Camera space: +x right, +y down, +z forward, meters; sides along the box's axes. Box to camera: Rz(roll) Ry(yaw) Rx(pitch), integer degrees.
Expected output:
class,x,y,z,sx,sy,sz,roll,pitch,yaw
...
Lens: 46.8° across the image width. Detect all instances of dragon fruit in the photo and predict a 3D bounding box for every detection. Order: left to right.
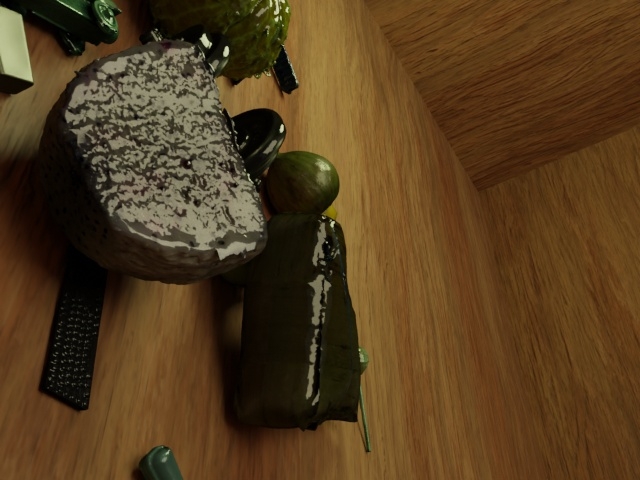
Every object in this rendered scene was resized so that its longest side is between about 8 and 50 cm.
class,x,y,z,sx,sy,sz,roll,pitch,yaw
dragon fruit,-0.220,-0.070,0.877,0.221,0.204,0.282,-19,84,-41

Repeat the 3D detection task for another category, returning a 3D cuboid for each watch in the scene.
class,x,y,z,sx,sy,sz,roll,pitch,yaw
watch,-0.160,-0.456,1.599,0.276,0.068,0.274,-16,88,-69

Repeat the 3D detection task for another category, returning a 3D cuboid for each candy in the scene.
class,x,y,z,sx,sy,sz,roll,pitch,yaw
candy,0.076,0.300,1.411,0.061,0.061,0.202,20,59,-62

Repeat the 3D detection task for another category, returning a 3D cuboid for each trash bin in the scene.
class,x,y,z,sx,sy,sz,roll,pitch,yaw
trash bin,-0.373,-0.223,0.862,0.061,0.043,0.092,5,65,-67

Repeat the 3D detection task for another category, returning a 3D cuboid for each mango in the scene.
class,x,y,z,sx,sy,sz,roll,pitch,yaw
mango,-0.120,0.031,1.166,0.165,0.074,0.091,53,53,-68

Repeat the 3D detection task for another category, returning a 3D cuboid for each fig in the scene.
class,x,y,z,sx,sy,sz,roll,pitch,yaw
fig,-0.077,-0.142,1.429,0.245,0.149,0.149,43,25,-6

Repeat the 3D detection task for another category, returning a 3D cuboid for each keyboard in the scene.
class,x,y,z,sx,sy,sz,roll,pitch,yaw
keyboard,-0.270,0.087,0.828,0.061,0.013,0.204,47,29,-43

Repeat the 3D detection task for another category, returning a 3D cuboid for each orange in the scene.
class,x,y,z,sx,sy,sz,roll,pitch,yaw
orange,-0.180,-0.430,1.297,0.301,0.223,0.300,-2,82,-71

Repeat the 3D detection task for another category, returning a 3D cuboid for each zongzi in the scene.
class,x,y,z,sx,sy,sz,roll,pitch,yaw
zongzi,0.007,0.138,1.177,0.360,0.160,0.322,31,64,-60

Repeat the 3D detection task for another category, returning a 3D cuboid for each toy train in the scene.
class,x,y,z,sx,sy,sz,roll,pitch,yaw
toy train,-0.351,-0.333,0.975,0.200,0.083,0.132,22,45,-63

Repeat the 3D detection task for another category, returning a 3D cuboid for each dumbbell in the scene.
class,x,y,z,sx,sy,sz,roll,pitch,yaw
dumbbell,-0.172,-0.186,1.102,0.290,0.192,0.192,55,24,-30

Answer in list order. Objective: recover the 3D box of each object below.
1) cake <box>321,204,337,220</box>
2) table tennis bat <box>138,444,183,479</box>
class,x,y,z,sx,sy,sz,roll,pitch,yaw
cake,0.004,-0.002,1.494,0.116,0.080,0.185,62,17,-5
table tennis bat,-0.144,0.347,0.842,0.244,0.040,0.153,69,21,-8
